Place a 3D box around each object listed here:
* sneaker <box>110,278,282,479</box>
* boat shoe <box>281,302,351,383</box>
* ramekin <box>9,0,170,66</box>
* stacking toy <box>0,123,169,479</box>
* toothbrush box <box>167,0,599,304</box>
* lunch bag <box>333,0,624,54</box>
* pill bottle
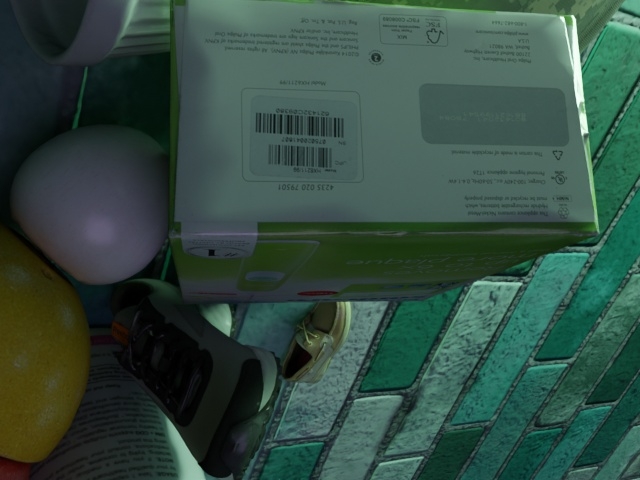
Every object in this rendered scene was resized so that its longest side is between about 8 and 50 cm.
[{"bbox_3d":[-0.112,0.102,0.557,0.108,0.271,0.100,22,94,-28],"label":"sneaker"},{"bbox_3d":[-0.006,0.109,0.764,0.045,0.050,0.135,-1,125,-35],"label":"boat shoe"},{"bbox_3d":[-0.101,-0.201,0.373,0.109,0.207,0.207,-10,129,-35],"label":"ramekin"},{"bbox_3d":[-0.280,0.099,0.473,0.480,0.350,0.351,-46,135,-11],"label":"stacking toy"},{"bbox_3d":[0.009,-0.031,0.454,0.206,0.122,0.283,0,170,-11],"label":"toothbrush box"},{"bbox_3d":[0.108,-0.234,0.482,0.287,0.169,0.235,-47,133,5],"label":"lunch bag"},{"bbox_3d":[-0.180,0.223,0.595,0.160,0.283,0.160,-15,130,-19],"label":"pill bottle"}]
